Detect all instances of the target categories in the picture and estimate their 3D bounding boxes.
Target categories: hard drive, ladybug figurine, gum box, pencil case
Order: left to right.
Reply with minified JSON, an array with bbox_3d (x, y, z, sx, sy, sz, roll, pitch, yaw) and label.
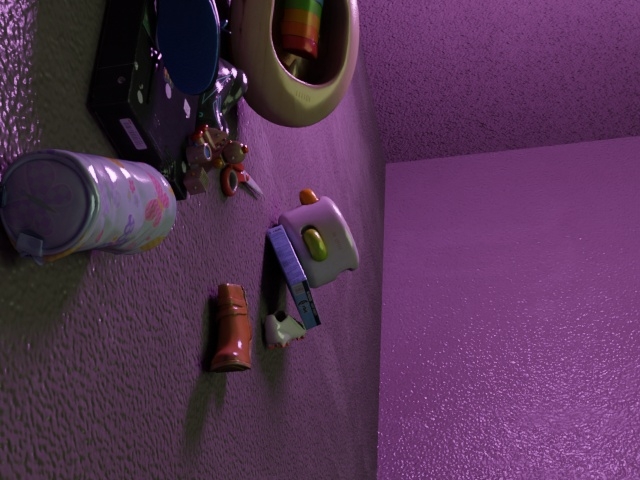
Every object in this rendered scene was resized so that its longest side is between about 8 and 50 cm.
[{"bbox_3d":[-0.260,-0.038,1.106,0.273,0.113,0.124,-11,105,-79],"label":"pencil case"},{"bbox_3d":[-0.247,-0.258,1.413,0.237,0.064,0.339,68,20,-56],"label":"hard drive"},{"bbox_3d":[-0.068,-0.444,1.989,0.305,0.162,0.449,19,73,-35],"label":"ladybug figurine"},{"bbox_3d":[-0.059,0.082,2.113,0.157,0.041,0.184,73,-6,-46],"label":"gum box"}]

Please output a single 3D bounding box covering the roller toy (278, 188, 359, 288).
[{"bbox_3d":[0.000,0.000,2.208,0.209,0.146,0.191,57,-12,45],"label":"roller toy"}]

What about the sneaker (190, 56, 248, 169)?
[{"bbox_3d":[-0.207,-0.220,1.601,0.106,0.101,0.267,44,38,-29],"label":"sneaker"}]

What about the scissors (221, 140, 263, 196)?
[{"bbox_3d":[-0.157,-0.142,1.936,0.297,0.021,0.109,-10,93,-78],"label":"scissors"}]

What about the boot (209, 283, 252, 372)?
[{"bbox_3d":[-0.159,0.151,1.660,0.197,0.073,0.152,109,-22,-87],"label":"boot"}]

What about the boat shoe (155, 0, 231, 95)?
[{"bbox_3d":[-0.181,-0.336,1.360,0.089,0.109,0.258,-28,114,-82],"label":"boat shoe"}]

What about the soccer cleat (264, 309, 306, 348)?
[{"bbox_3d":[-0.076,0.187,2.086,0.196,0.068,0.076,-10,91,-76],"label":"soccer cleat"}]

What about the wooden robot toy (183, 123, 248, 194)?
[{"bbox_3d":[-0.152,-0.136,1.447,0.173,0.079,0.076,-68,144,-58],"label":"wooden robot toy"}]
